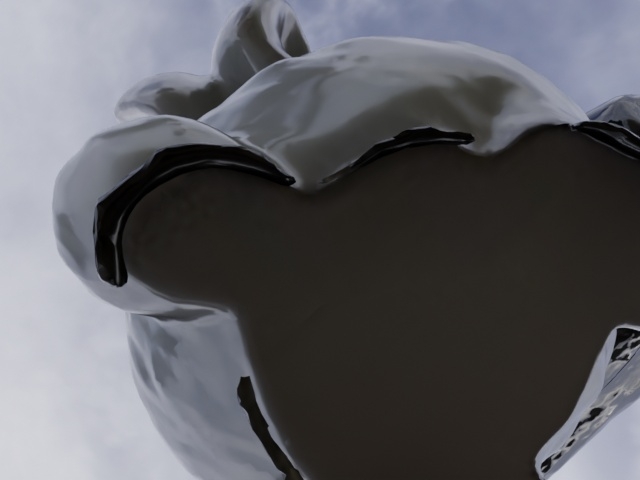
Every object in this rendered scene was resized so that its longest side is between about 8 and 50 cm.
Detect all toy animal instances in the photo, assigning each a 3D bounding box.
[{"bbox_3d":[0.000,0.000,0.576,0.258,0.357,0.194,41,-92,-21],"label":"toy animal"}]

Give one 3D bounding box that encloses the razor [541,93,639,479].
[{"bbox_3d":[0.132,0.052,0.824,0.204,0.349,0.113,25,-142,-31],"label":"razor"}]
